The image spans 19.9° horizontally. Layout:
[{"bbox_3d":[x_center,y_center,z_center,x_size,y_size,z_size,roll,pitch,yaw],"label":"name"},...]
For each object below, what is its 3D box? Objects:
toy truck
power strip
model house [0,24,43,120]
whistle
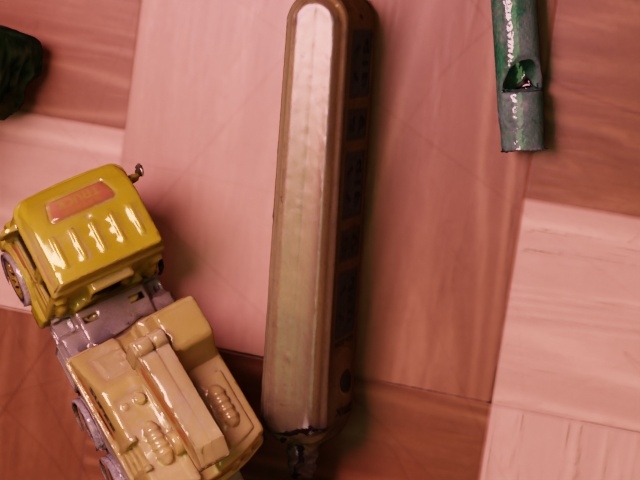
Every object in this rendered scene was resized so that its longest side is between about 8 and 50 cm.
[{"bbox_3d":[-0.141,0.073,1.399,0.124,0.157,0.272,-24,79,-19],"label":"toy truck"},{"bbox_3d":[0.000,0.000,1.424,0.066,0.092,0.387,7,99,16],"label":"power strip"},{"bbox_3d":[-0.464,-0.053,1.384,0.335,0.382,0.342,21,96,13],"label":"model house"},{"bbox_3d":[0.150,-0.161,1.394,0.039,0.039,0.186,-3,95,15],"label":"whistle"}]
